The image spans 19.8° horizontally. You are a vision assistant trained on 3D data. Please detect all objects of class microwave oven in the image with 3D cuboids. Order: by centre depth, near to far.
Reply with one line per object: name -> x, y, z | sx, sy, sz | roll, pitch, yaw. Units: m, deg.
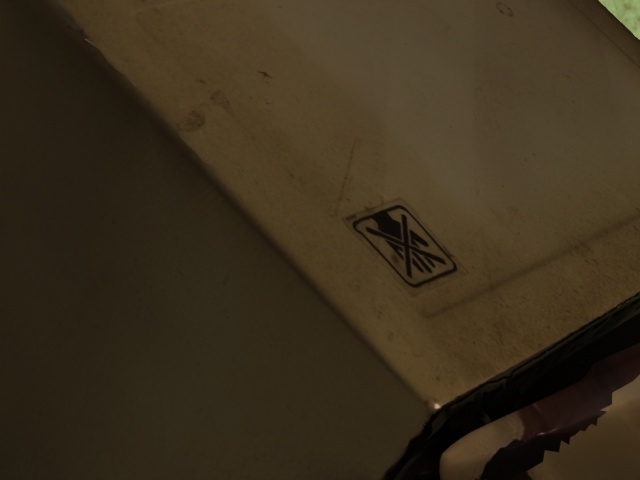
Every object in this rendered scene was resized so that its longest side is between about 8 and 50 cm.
microwave oven -> 0.000, 0.000, 0.936 | 0.394, 0.333, 0.247 | -21, -26, -52

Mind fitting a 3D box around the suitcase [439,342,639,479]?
suitcase -> 0.241, 0.089, 0.655 | 0.339, 0.194, 0.351 | -23, -8, 18
